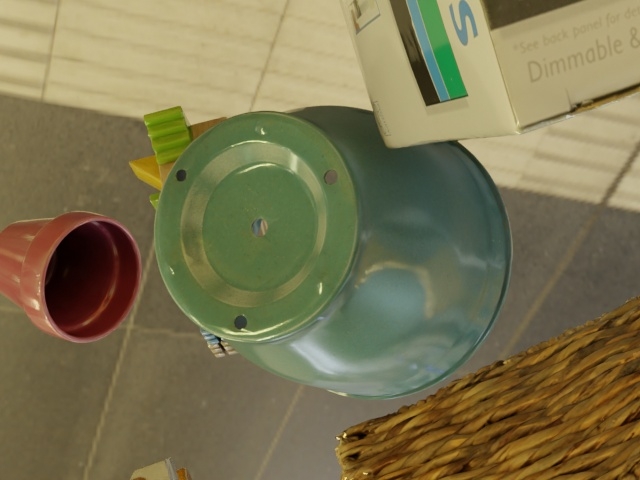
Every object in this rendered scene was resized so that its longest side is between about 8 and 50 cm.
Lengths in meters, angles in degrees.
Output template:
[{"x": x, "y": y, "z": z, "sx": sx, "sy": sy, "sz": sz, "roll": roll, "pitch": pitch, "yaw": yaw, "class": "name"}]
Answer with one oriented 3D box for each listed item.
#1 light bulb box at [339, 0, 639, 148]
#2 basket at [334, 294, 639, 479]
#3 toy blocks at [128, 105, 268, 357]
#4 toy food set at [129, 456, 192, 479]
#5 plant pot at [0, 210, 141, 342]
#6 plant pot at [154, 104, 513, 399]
[{"x": 0.200, "y": -0.215, "z": 0.712, "sx": 0.358, "sy": 0.361, "sz": 0.225, "roll": -19, "pitch": 96, "yaw": -5, "class": "light bulb box"}, {"x": 0.191, "y": 0.194, "z": 0.736, "sx": 0.299, "sy": 0.213, "sz": 0.223, "roll": -24, "pitch": 106, "yaw": -4, "class": "basket"}, {"x": -0.118, "y": 0.028, "z": 1.516, "sx": 0.191, "sy": 0.260, "sz": 0.381, "roll": -14, "pitch": 155, "yaw": 3, "class": "toy blocks"}, {"x": -0.202, "y": 0.309, "z": 1.252, "sx": 0.105, "sy": 0.111, "sz": 0.232, "roll": -19, "pitch": 175, "yaw": 2, "class": "toy food set"}, {"x": -0.411, "y": 0.044, "z": 1.799, "sx": 0.180, "sy": 0.201, "sz": 0.201, "roll": 13, "pitch": 149, "yaw": 37, "class": "plant pot"}, {"x": 0.000, "y": 0.000, "z": 0.995, "sx": 0.272, "sy": 0.271, "sz": 0.255, "roll": -26, "pitch": 163, "yaw": 20, "class": "plant pot"}]
